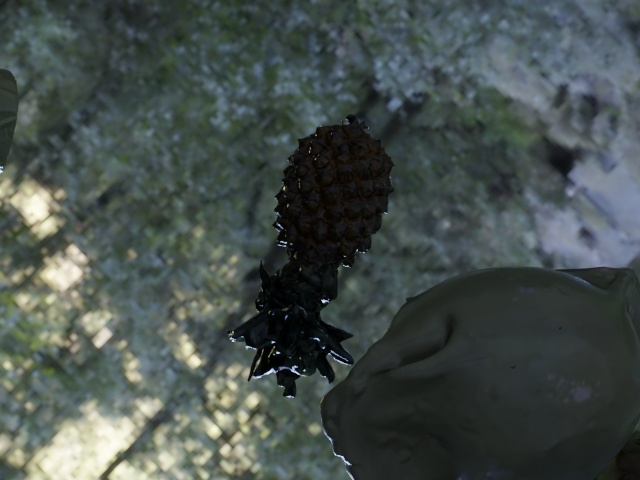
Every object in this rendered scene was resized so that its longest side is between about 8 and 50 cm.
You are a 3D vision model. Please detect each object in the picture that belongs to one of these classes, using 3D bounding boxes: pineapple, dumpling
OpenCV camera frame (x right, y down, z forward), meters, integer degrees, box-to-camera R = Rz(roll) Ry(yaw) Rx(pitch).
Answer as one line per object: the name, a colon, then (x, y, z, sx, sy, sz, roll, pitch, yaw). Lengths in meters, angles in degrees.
pineapple: (0.000, 0.001, 1.005, 0.083, 0.221, 0.103, 29, 151, -22)
dumpling: (0.092, 0.088, 0.688, 0.111, 0.181, 0.155, -107, 5, -72)

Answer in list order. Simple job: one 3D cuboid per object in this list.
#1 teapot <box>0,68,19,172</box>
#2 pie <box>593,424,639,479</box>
teapot: (-0.337, -0.092, 1.043, 0.200, 0.107, 0.077, 9, -148, -27)
pie: (0.255, 0.238, 0.821, 0.288, 0.103, 0.354, 58, -151, 5)
